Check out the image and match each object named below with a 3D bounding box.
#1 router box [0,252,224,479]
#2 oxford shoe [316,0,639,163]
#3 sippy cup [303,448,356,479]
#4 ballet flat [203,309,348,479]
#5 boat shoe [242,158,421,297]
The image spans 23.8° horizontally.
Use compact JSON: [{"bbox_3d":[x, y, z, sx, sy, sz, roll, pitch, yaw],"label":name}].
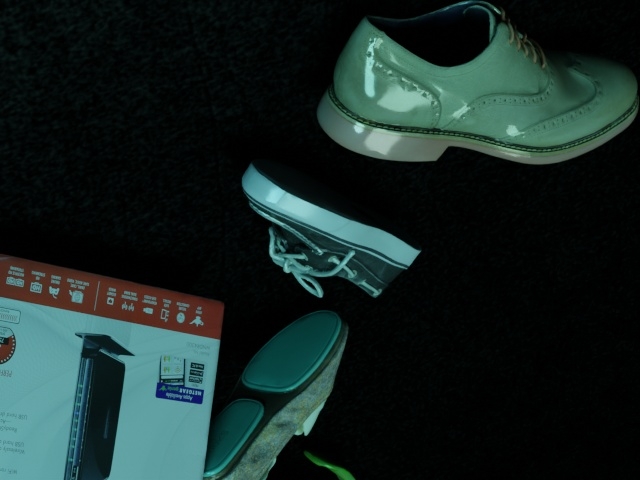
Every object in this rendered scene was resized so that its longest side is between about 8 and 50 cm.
[{"bbox_3d":[-0.263,0.186,1.607,0.082,0.301,0.335,-1,169,43],"label":"router box"},{"bbox_3d":[0.194,-0.173,1.601,0.397,0.140,0.147,-8,133,-31],"label":"oxford shoe"},{"bbox_3d":[-0.079,0.452,2.137,0.240,0.306,0.224,-16,143,33],"label":"sippy cup"},{"bbox_3d":[-0.063,0.214,1.833,0.316,0.107,0.106,-46,133,-35],"label":"ballet flat"},{"bbox_3d":[-0.003,-0.002,1.696,0.105,0.113,0.306,-53,150,9],"label":"boat shoe"}]
